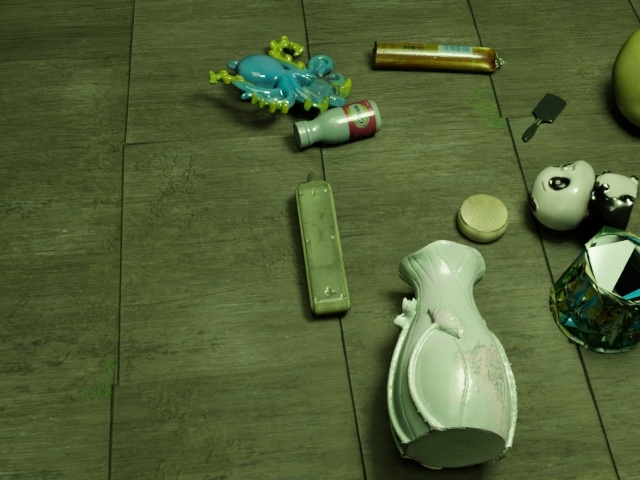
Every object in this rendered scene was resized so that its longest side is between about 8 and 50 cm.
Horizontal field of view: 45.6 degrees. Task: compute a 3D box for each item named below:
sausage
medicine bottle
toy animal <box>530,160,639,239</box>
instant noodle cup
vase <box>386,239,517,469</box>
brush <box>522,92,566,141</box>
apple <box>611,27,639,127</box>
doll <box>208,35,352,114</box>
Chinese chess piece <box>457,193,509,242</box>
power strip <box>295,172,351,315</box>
[{"bbox_3d":[0.330,-0.510,2.119,0.372,0.082,0.082,2,56,-1],"label":"sausage"},{"bbox_3d":[0.042,-0.295,1.957,0.217,0.090,0.090,-17,58,-12],"label":"medicine bottle"},{"bbox_3d":[0.612,-0.094,1.789,0.235,0.165,0.187,22,36,12],"label":"toy animal"},{"bbox_3d":[0.634,0.104,1.650,0.240,0.178,0.240,1,55,-2],"label":"instant noodle cup"},{"bbox_3d":[0.258,0.218,1.542,0.250,0.250,0.445,2,51,0],"label":"vase"},{"bbox_3d":[0.589,-0.327,2.036,0.063,0.016,0.193,33,61,20],"label":"brush"},{"bbox_3d":[0.896,-0.423,1.951,0.292,0.291,0.254,7,31,3],"label":"apple"},{"bbox_3d":[-0.093,-0.420,2.040,0.341,0.098,0.346,25,42,7],"label":"doll"},{"bbox_3d":[0.390,-0.053,1.828,0.122,0.051,0.122,-1,55,1],"label":"Chinese chess piece"},{"bbox_3d":[0.000,0.000,1.778,0.092,0.066,0.387,-6,59,-3],"label":"power strip"}]
